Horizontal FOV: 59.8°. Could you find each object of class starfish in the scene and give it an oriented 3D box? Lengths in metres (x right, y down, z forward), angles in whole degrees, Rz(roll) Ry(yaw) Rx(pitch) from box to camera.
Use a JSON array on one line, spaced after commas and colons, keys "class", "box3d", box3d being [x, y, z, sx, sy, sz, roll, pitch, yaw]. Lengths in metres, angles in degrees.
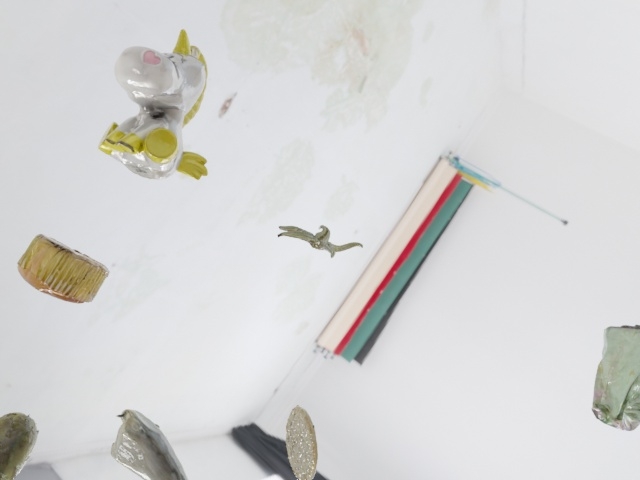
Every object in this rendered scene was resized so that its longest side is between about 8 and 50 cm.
[{"class": "starfish", "box3d": [0.000, 0.002, 1.375, 0.217, 0.223, 0.050, -129, 48, -73]}]

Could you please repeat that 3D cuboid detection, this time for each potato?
[{"class": "potato", "box3d": [-0.721, 0.488, 1.235, 0.090, 0.117, 0.225, -36, 21, 44]}]

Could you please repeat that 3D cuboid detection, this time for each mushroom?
[{"class": "mushroom", "box3d": [-0.313, 0.447, 1.064, 0.096, 0.278, 0.099, -25, -16, -46]}]

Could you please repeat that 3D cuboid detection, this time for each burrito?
[{"class": "burrito", "box3d": [0.678, 0.303, 1.232, 0.144, 0.089, 0.229, 152, 136, -73]}]

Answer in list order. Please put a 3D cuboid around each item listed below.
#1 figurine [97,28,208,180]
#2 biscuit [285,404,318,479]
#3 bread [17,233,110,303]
[{"class": "figurine", "box3d": [-0.181, -0.158, 0.640, 0.129, 0.109, 0.178, 6, -90, -57]}, {"class": "biscuit", "box3d": [-0.039, 0.419, 1.145, 0.020, 0.152, 0.152, 1, -53, -26]}, {"class": "bread", "box3d": [-0.541, 0.064, 1.165, 0.114, 0.190, 0.132, -61, -37, -5]}]
